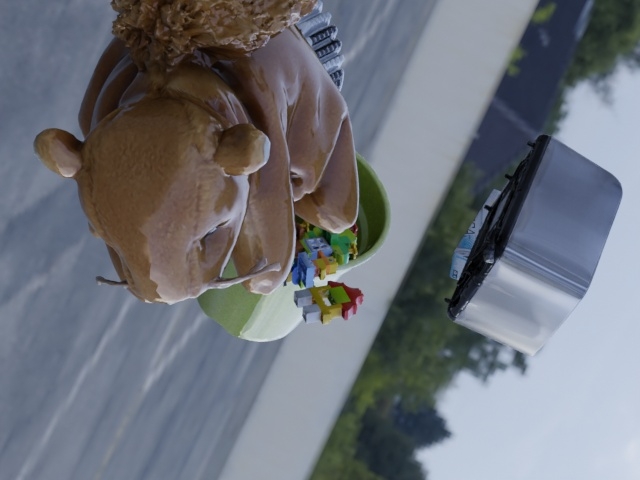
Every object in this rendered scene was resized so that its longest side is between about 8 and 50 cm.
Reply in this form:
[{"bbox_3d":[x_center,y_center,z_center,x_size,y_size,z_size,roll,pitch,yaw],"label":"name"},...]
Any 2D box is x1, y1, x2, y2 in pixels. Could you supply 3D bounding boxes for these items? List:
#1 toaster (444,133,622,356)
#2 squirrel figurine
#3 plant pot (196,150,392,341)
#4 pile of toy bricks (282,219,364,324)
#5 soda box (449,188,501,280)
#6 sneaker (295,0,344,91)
[{"bbox_3d":[0.214,0.012,1.470,0.186,0.110,0.168,-63,179,-34],"label":"toaster"},{"bbox_3d":[-0.120,-0.131,1.268,0.370,0.281,0.397,-53,148,-74],"label":"squirrel figurine"},{"bbox_3d":[-0.069,0.007,2.128,0.254,0.276,0.276,-61,-178,46],"label":"plant pot"},{"bbox_3d":[0.000,0.000,1.797,0.212,0.105,0.118,-121,-152,-48],"label":"pile of toy bricks"},{"bbox_3d":[0.278,-0.004,2.380,0.183,0.063,0.058,-53,157,-42],"label":"soda box"},{"bbox_3d":[-0.057,-0.323,2.090,0.118,0.292,0.110,-22,-178,27],"label":"sneaker"}]
